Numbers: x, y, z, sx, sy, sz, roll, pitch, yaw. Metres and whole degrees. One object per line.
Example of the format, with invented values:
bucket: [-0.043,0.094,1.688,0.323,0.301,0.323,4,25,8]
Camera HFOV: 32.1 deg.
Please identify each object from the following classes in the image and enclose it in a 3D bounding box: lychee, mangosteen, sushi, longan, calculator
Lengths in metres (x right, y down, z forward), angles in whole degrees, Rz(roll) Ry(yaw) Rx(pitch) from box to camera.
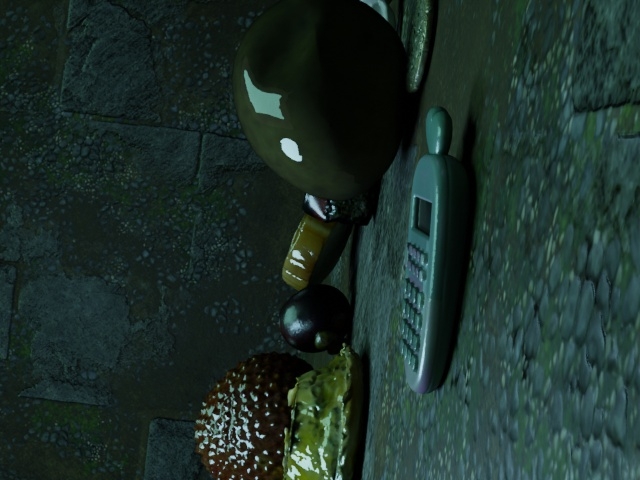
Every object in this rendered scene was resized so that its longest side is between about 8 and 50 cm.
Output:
lychee: [-0.092,0.351,2.113,0.276,0.304,0.276,63,-176,-9]
mangosteen: [-0.004,0.161,2.171,0.152,0.152,0.153,-173,90,-87]
sushi: [0.050,-0.138,1.985,0.136,0.126,0.225,-105,28,-85]
longan: [0.001,-0.221,1.675,0.288,0.288,0.350,101,166,-49]
calculator: [0.118,0.010,1.158,0.185,0.041,0.299,-125,40,-85]

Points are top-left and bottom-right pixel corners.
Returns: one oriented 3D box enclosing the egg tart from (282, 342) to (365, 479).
egg tart: [0.000,0.324,1.846,0.315,0.120,0.315,-173,90,-88]

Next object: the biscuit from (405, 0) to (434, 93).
biscuit: [0.140,-0.280,1.555,0.152,0.020,0.152,-172,90,-87]

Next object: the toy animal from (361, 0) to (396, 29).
toy animal: [0.084,-0.428,1.967,0.104,0.130,0.221,134,142,-61]

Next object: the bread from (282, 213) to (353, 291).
bread: [0.000,0.000,2.263,0.236,0.070,0.236,-59,-11,-19]
